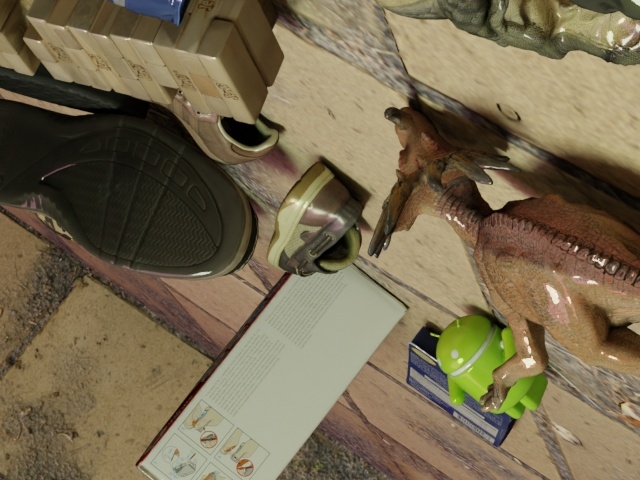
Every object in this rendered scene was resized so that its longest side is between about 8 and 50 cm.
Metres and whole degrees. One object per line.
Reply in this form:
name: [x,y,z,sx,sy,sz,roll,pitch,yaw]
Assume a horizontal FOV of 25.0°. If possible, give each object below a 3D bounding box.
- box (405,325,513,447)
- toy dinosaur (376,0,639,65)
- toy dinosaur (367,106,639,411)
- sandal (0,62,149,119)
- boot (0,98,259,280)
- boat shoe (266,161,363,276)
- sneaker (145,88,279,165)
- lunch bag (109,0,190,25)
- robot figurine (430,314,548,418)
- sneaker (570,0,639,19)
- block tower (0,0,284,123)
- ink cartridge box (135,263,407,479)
box: [0.158,0.162,1.599,0.136,0.036,0.225,35,169,12]
toy dinosaur: [0.066,-0.136,0.707,0.118,0.064,0.268,38,173,-33]
toy dinosaur: [0.139,0.009,0.899,0.200,0.127,0.296,51,158,-25]
sandal: [-0.321,-0.211,1.316,0.446,0.107,0.168,22,176,-43]
boot: [-0.164,-0.032,1.472,0.377,0.138,0.284,15,176,32]
boat shoe: [0.001,-0.001,1.349,0.073,0.080,0.223,41,164,11]
sneaker: [-0.109,-0.136,1.246,0.071,0.066,0.188,-6,144,47]
lunch bag: [-0.102,-0.192,0.901,0.065,0.098,0.067,20,167,-5]
robot figurine: [0.157,0.116,1.354,0.115,0.067,0.101,40,141,-10]
sneaker: [0.028,-0.239,0.271,0.384,0.147,0.145,63,162,-20]
block tower: [-0.190,-0.173,1.037,0.336,0.091,0.097,15,159,21]
ink cartridge box: [-0.066,0.171,1.631,0.130,0.309,0.272,39,168,-1]
